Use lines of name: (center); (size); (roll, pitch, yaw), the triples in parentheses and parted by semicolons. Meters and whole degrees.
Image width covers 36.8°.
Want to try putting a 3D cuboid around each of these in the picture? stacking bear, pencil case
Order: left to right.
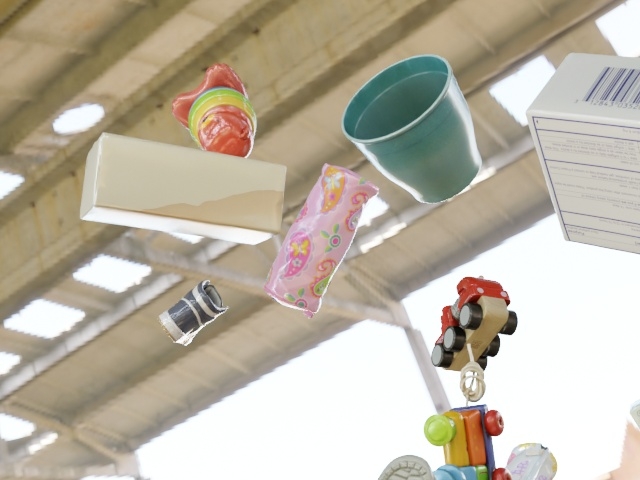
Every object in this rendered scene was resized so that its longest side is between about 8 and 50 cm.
stacking bear: (-0.217, -0.255, 2.132); (0.175, 0.289, 0.164); (-40, -64, 8)
pencil case: (0.000, 0.000, 1.799); (0.124, 0.124, 0.284); (26, -90, -57)
pencil case: (0.442, 0.565, 2.145); (0.273, 0.113, 0.124); (-42, -9, -50)

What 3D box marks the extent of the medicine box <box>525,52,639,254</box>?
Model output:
medicine box: (0.488, -0.120, 1.459); (0.149, 0.263, 0.289); (-52, -46, -26)

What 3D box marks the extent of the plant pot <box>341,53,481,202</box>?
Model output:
plant pot: (0.226, -0.229, 2.155); (0.272, 0.271, 0.255); (-28, -55, 16)

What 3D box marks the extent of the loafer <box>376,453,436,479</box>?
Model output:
loafer: (0.114, 0.418, 1.341); (0.094, 0.251, 0.087); (9, 2, 19)

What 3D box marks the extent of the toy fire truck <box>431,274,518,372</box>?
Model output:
toy fire truck: (0.342, 0.150, 2.167); (0.158, 0.246, 0.217); (10, -46, -18)

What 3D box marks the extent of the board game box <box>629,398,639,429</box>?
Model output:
board game box: (0.648, 0.327, 1.452); (0.224, 0.303, 0.097); (-35, -13, 14)

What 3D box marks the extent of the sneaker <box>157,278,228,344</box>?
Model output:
sneaker: (-0.306, 0.175, 2.366); (0.153, 0.099, 0.282); (-38, -2, -4)

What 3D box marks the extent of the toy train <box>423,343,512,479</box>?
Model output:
toy train: (0.203, 0.276, 1.451); (0.105, 0.248, 0.143); (-14, -15, 32)

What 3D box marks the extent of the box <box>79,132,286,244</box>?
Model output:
box: (-0.228, -0.081, 1.598); (0.311, 0.121, 0.148); (8, -11, -21)
